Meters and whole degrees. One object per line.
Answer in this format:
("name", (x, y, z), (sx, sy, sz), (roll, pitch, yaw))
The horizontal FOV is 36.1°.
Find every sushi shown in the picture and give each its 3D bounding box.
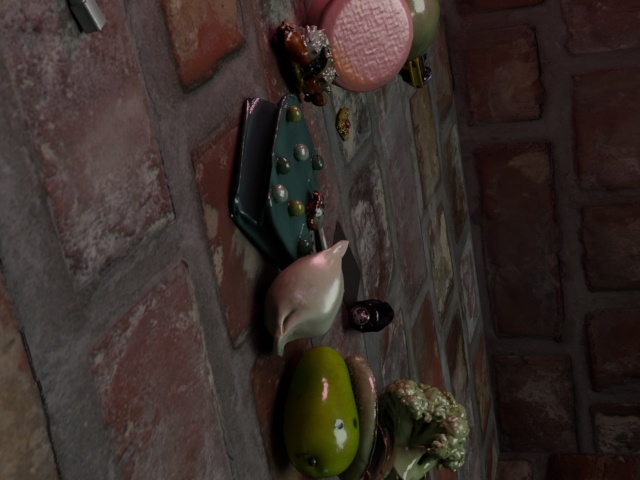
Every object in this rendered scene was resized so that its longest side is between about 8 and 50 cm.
("sushi", (-0.023, -0.364, 1.982), (0.226, 0.103, 0.097), (68, 9, -49))

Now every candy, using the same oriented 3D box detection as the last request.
("candy", (0.083, -0.451, 2.119), (0.094, 0.255, 0.255), (35, -36, 55))

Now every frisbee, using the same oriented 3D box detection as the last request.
("frisbee", (0.000, 0.000, 2.040), (0.110, 0.014, 0.110), (168, -90, -83))

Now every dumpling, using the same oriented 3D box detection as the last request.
("dumpling", (-0.026, 0.109, 1.812), (0.252, 0.131, 0.179), (-61, 173, -18))

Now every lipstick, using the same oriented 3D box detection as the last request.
("lipstick", (-0.306, -0.310, 1.226), (0.025, 0.025, 0.107), (-75, 148, -45))
("lipstick", (0.131, 0.182, 2.376), (0.299, 0.081, 0.081), (16, 71, -76))

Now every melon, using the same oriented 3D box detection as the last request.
("melon", (0.160, -0.548, 2.327), (0.308, 0.271, 0.272), (-123, -152, -87))

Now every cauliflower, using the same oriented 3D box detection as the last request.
("cauliflower", (0.251, 0.483, 2.403), (0.327, 0.260, 0.281), (43, 38, -35))

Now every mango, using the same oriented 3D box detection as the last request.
("mango", (0.003, 0.319, 1.878), (0.293, 0.142, 0.175), (-87, 165, -50))

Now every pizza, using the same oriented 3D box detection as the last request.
("pizza", (0.062, -0.273, 2.332), (0.083, 0.025, 0.078), (-74, 151, -47))

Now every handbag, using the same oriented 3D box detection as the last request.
("handbag", (-0.062, -0.107, 1.809), (0.274, 0.100, 0.269), (57, 33, -55))

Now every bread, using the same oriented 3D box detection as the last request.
("bread", (0.058, 0.361, 1.997), (0.267, 0.040, 0.267), (-174, -90, -75))

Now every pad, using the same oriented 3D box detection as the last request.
("pad", (0.059, 0.072, 2.297), (0.211, 0.003, 0.143), (66, 27, -47))

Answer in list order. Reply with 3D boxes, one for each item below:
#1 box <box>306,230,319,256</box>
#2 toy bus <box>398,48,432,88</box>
("box", (-0.025, 0.065, 1.992), (0.115, 0.035, 0.178), (-55, 138, -64))
("toy bus", (0.233, -0.577, 2.715), (0.145, 0.151, 0.331), (68, 23, -58))
